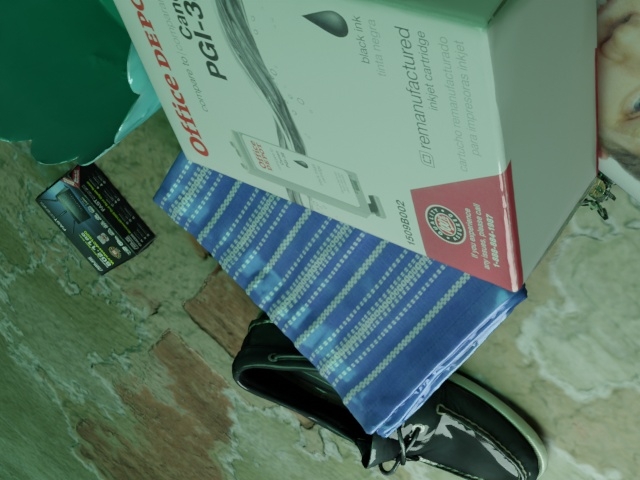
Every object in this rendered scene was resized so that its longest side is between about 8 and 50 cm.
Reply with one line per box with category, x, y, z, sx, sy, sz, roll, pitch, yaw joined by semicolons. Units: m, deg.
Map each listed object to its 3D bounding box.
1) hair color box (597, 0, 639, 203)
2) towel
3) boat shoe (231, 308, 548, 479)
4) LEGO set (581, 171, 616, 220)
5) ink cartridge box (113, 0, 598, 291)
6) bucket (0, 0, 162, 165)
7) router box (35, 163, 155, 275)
hair color box;0.176;-0.166;0.595;0.347;0.105;0.174;39;141;2
towel;0.000;0.000;0.872;0.336;0.040;0.243;46;131;10
boat shoe;0.059;0.178;0.985;0.340;0.113;0.127;30;137;12
LEGO set;0.206;-0.045;0.749;0.083;0.023;0.054;15;132;46
ink cartridge box;0.017;-0.114;0.598;0.283;0.117;0.207;22;149;32
bucket;-0.190;-0.215;0.764;0.281;0.183;0.281;24;135;27
router box;-0.260;-0.025;1.112;0.122;0.038;0.092;51;139;-12
